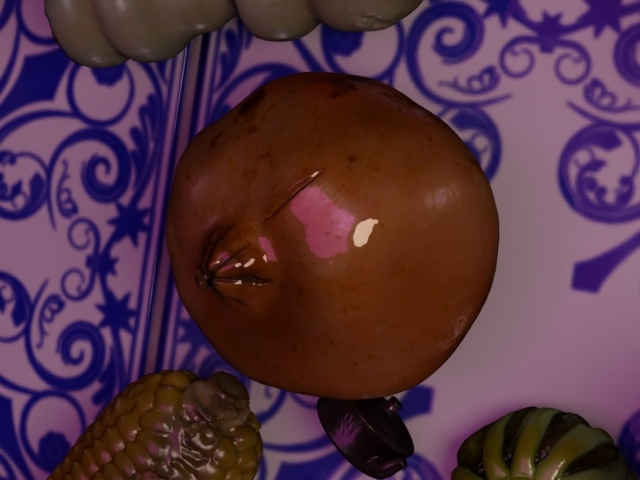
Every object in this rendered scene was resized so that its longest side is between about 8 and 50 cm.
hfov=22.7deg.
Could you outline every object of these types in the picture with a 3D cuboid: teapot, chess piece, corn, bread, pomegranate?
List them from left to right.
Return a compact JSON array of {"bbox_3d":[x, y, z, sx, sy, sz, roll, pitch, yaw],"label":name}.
[{"bbox_3d":[-0.166,0.226,1.085,0.120,0.120,0.363,47,109,16],"label":"corn"},{"bbox_3d":[-0.047,-0.177,1.038,0.243,0.133,0.133,2,90,17],"label":"chess piece"},{"bbox_3d":[0.005,0.000,0.976,0.209,0.209,0.209,0,89,23],"label":"pomegranate"},{"bbox_3d":[0.032,0.115,1.031,0.045,0.068,0.100,-39,42,14],"label":"teapot"},{"bbox_3d":[0.142,0.171,0.981,0.130,0.071,0.139,-19,82,26],"label":"bread"}]
